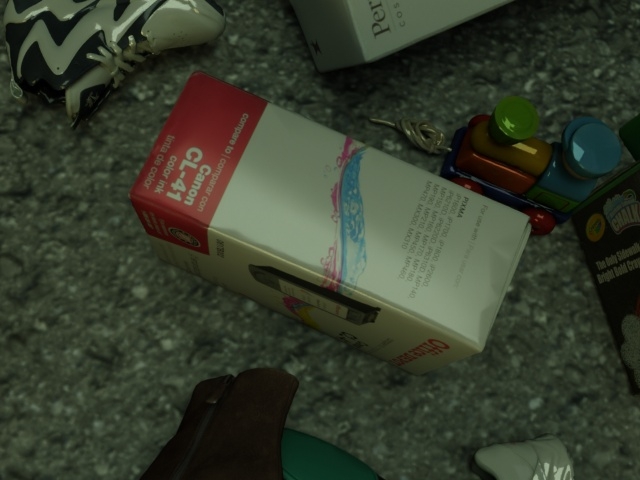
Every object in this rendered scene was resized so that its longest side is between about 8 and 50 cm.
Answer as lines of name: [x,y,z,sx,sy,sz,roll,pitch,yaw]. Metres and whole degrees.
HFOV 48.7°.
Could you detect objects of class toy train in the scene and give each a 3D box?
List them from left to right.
toy train: [0.177,-0.106,0.750,0.248,0.143,0.105,23,72,-1]

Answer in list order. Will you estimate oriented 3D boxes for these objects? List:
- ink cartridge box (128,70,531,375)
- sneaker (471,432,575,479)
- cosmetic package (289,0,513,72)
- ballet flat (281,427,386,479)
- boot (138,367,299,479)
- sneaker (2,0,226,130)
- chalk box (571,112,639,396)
ink cartridge box: [0.000,0.000,0.656,0.306,0.226,0.131,25,73,1]
sneaker: [0.187,0.306,0.674,0.115,0.090,0.232,-2,65,-1]
cosmetic package: [0.175,-0.377,0.775,0.453,0.161,0.230,-27,108,-13]
ballet flat: [0.050,0.261,0.644,0.281,0.095,0.096,15,105,21]
boot: [-0.135,0.229,0.645,0.248,0.090,0.206,-18,38,26]
sneaker: [-0.220,-0.188,0.751,0.235,0.094,0.153,2,75,-6]
chalk box: [0.397,-0.004,0.730,0.179,0.180,0.288,-12,77,-10]
